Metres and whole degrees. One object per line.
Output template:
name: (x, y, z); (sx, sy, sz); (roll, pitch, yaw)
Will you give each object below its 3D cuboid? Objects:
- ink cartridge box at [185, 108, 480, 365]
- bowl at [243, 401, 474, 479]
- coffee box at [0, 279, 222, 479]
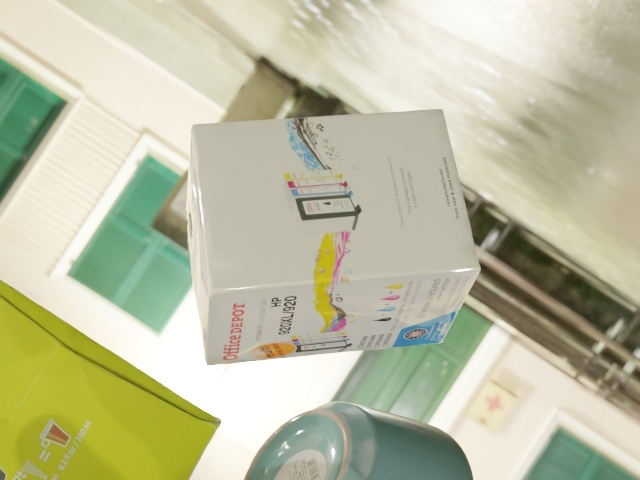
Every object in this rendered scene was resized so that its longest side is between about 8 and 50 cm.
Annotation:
ink cartridge box: (0.000, 0.000, 1.040); (0.233, 0.168, 0.171); (-5, 154, -10)
bowl: (0.018, 0.323, 1.412); (0.163, 0.311, 0.311); (43, 174, -30)
coffee box: (-0.368, 0.263, 1.214); (0.338, 0.337, 0.334); (35, 154, -13)
